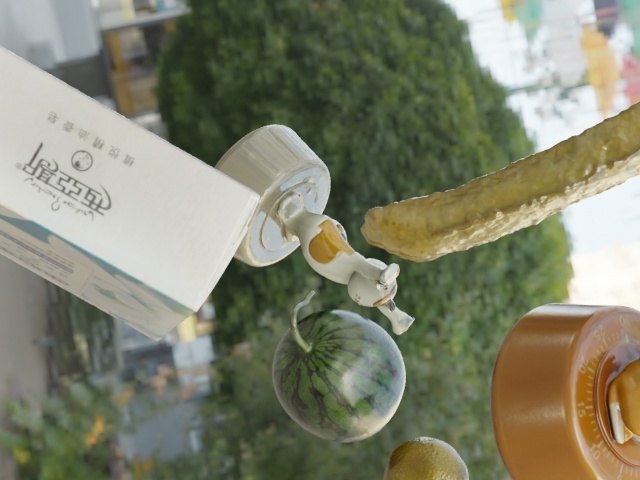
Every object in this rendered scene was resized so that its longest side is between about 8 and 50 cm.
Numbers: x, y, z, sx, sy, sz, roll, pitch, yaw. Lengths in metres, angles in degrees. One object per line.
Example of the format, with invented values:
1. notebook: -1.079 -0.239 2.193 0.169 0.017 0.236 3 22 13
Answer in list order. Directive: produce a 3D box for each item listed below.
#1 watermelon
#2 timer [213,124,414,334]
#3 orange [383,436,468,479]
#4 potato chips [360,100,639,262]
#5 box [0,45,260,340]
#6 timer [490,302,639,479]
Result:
1. watermelon: 0.008 0.134 1.595 0.187 0.140 0.141 44 22 -44
2. timer: 0.000 0.000 1.807 0.266 0.175 0.175 37 -27 27
3. orange: 0.108 0.242 1.518 0.095 0.085 0.085 6 -69 54
4. potato chips: 0.226 -0.076 1.258 0.080 0.407 0.057 66 3 35
5. box: -0.208 -0.039 1.216 0.116 0.274 0.203 -62 -172 -15
6. timer: 0.194 0.091 0.858 0.152 0.132 0.132 -15 -95 49
